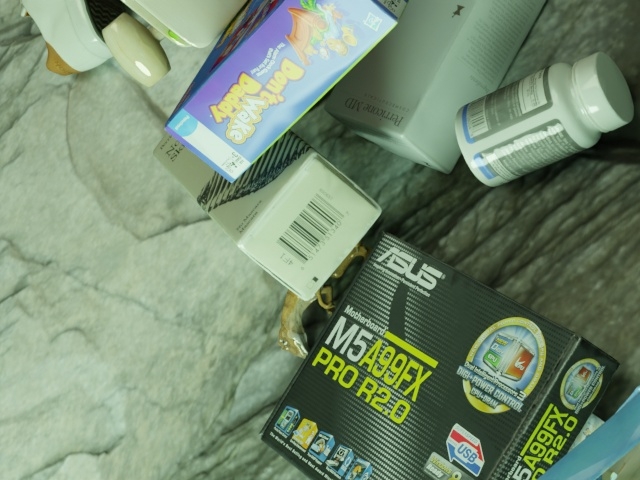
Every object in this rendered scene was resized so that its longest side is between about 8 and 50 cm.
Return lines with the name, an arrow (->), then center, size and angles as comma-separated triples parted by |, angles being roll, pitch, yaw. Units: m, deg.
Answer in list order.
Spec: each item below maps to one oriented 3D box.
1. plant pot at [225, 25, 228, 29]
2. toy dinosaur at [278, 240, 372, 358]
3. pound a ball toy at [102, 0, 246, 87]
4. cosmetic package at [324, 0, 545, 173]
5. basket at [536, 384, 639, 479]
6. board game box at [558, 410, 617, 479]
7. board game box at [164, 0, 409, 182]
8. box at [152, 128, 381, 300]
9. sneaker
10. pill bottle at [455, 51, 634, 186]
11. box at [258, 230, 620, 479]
plant pot -> -0.163, -0.415, 1.743 | 0.323, 0.280, 0.323 | -13, 64, 28
toy dinosaur -> 0.000, 0.000, 1.556 | 0.112, 0.064, 0.211 | -3, 65, 40
pound a ball toy -> -0.105, -0.303, 1.599 | 0.319, 0.136, 0.208 | -51, 12, -1
cosmetic package -> 0.114, -0.189, 1.545 | 0.117, 0.085, 0.231 | 24, 83, 46
basket -> 0.273, 0.146, 1.085 | 0.255, 0.289, 0.201 | -42, 52, 11
board game box -> 0.196, 0.217, 1.298 | 0.103, 0.026, 0.154 | 36, 93, 45
board game box -> 0.011, -0.233, 1.482 | 0.233, 0.078, 0.347 | -41, 16, 39
box -> -0.055, -0.056, 1.558 | 0.113, 0.094, 0.275 | -51, 30, 1
sneaker -> -0.313, -0.325, 1.926 | 0.123, 0.106, 0.290 | -26, 72, 35
pill bottle -> 0.191, -0.104, 1.439 | 0.137, 0.078, 0.078 | -23, 55, 29
box -> 0.089, 0.133, 1.391 | 0.270, 0.060, 0.216 | 31, 90, 52
